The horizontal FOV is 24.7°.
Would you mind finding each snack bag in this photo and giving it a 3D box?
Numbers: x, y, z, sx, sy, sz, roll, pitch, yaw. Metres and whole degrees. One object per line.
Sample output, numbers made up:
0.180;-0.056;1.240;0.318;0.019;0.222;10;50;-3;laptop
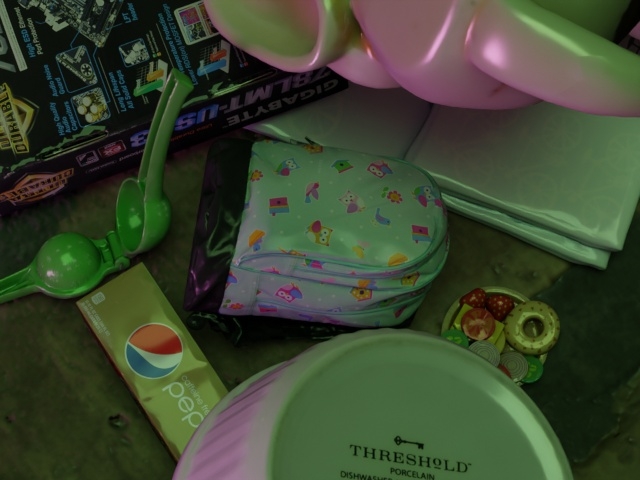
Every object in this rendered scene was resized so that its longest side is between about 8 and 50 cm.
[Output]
0.124;-0.179;1.164;0.343;0.037;0.323;22;72;7;snack bag

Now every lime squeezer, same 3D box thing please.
-0.178;-0.001;1.066;0.310;0.110;0.059;-37;70;20;lime squeezer

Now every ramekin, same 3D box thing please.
0.044;0.181;0.939;0.273;0.127;0.273;10;60;-18;ramekin

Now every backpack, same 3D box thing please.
0.000;0.000;1.054;0.182;0.115;0.152;10;61;-4;backpack

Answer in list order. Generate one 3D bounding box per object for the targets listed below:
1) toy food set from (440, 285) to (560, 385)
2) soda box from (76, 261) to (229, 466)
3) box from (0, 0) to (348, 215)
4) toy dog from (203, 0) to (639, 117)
0.130;0.073;1.082;0.083;0.020;0.082;28;73;9;toy food set
-0.102;0.109;1.046;0.058;0.061;0.181;-33;74;-12;soda box
-0.164;-0.202;1.139;0.293;0.073;0.295;-22;68;-3;box
0.186;-0.237;0.991;0.408;0.284;0.395;-10;33;-35;toy dog
